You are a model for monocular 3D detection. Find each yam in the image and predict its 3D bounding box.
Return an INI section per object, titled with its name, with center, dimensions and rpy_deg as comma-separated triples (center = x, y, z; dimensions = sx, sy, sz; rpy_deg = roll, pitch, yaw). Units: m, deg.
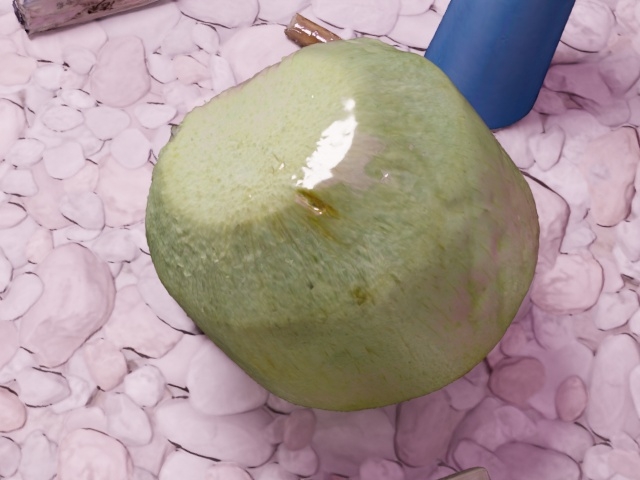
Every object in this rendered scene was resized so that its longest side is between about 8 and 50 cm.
[yam]
center = 0.027, -0.197, 1.388
dimensions = 0.145, 0.032, 0.032
rpy_deg = 34, 65, 7

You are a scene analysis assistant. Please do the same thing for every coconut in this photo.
[coconut]
center = 0.025, -0.005, 1.090
dimensions = 0.328, 0.328, 0.281
rpy_deg = -33, 48, -20

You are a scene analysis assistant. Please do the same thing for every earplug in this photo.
[earplug]
center = 0.191, -0.236, 1.293
dimensions = 0.132, 0.273, 0.132
rpy_deg = 3, 64, -7

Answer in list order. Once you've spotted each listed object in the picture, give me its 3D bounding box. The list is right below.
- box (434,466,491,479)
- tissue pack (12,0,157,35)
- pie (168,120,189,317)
[box]
center = 0.046, 0.308, 1.087
dimensions = 0.231, 0.149, 0.155
rpy_deg = -17, 68, -15
[tissue pack]
center = -0.272, -0.349, 1.393
dimensions = 0.173, 0.073, 0.235
rpy_deg = -18, 68, -14
[pie]
center = 0.000, 0.000, 1.267
dimensions = 0.371, 0.078, 0.296
rpy_deg = 27, 66, 4
